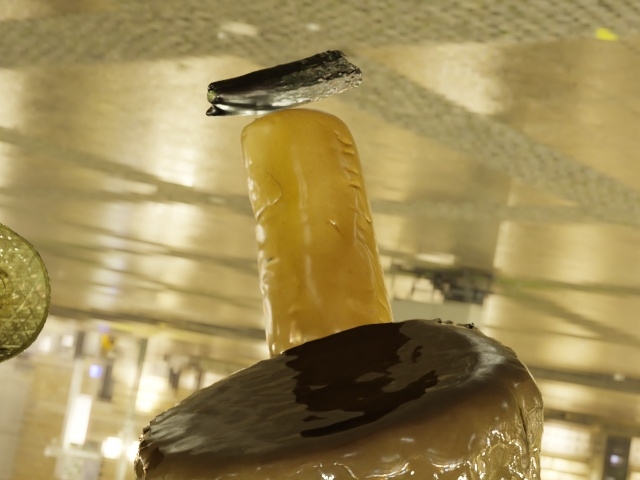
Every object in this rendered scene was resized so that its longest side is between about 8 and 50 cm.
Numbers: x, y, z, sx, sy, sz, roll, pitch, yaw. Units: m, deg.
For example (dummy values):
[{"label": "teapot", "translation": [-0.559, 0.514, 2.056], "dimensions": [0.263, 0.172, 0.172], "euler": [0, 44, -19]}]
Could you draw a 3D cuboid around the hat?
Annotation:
[{"label": "hat", "translation": [-0.347, 0.056, 1.340], "dimensions": [0.146, 0.146, 0.067], "euler": [13, 166, -22]}]

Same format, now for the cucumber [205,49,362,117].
[{"label": "cucumber", "translation": [-0.026, -0.111, 0.985], "dimensions": [0.135, 0.033, 0.034], "euler": [-24, -126, -37]}]

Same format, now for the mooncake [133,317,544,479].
[{"label": "mooncake", "translation": [0.024, 0.196, 1.059], "dimensions": [0.324, 0.187, 0.324], "euler": [-12, -169, 2]}]

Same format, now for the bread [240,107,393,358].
[{"label": "bread", "translation": [0.000, 0.000, 1.363], "dimensions": [0.142, 0.305, 0.091], "euler": [10, 149, -38]}]
